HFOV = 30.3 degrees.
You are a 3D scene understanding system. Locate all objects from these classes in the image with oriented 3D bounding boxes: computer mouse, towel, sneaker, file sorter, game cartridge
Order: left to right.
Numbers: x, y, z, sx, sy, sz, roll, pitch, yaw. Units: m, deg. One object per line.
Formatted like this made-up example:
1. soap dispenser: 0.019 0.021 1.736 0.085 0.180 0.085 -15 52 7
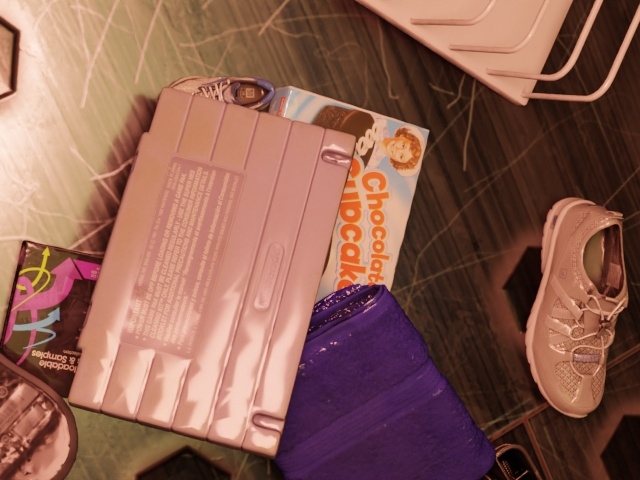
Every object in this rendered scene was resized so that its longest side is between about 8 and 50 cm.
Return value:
1. computer mouse: -0.359 0.154 1.227 0.272 0.072 0.188 44 72 6
2. game cartridge: -0.113 0.029 1.248 0.230 0.068 0.355 14 75 4
3. sneaker: -0.113 -0.164 1.331 0.135 0.058 0.052 -13 98 -20
4. towel: 0.045 0.203 1.364 0.227 0.076 0.308 -32 120 6
5. file sorter: 0.223 -0.299 1.371 0.277 0.173 0.193 27 86 -30
6. sneaker: 0.330 0.088 1.491 0.105 0.115 0.281 -2 94 -21

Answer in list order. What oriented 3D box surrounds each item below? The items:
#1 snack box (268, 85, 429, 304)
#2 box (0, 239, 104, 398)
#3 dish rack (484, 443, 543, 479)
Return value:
1. snack box: 0.000 0.000 1.385 0.187 0.060 0.322 14 88 -23
2. box: -0.285 0.090 1.296 0.116 0.029 0.162 12 90 -21
3. dish rack: 0.174 0.399 1.474 0.271 0.074 0.208 -33 103 -15
